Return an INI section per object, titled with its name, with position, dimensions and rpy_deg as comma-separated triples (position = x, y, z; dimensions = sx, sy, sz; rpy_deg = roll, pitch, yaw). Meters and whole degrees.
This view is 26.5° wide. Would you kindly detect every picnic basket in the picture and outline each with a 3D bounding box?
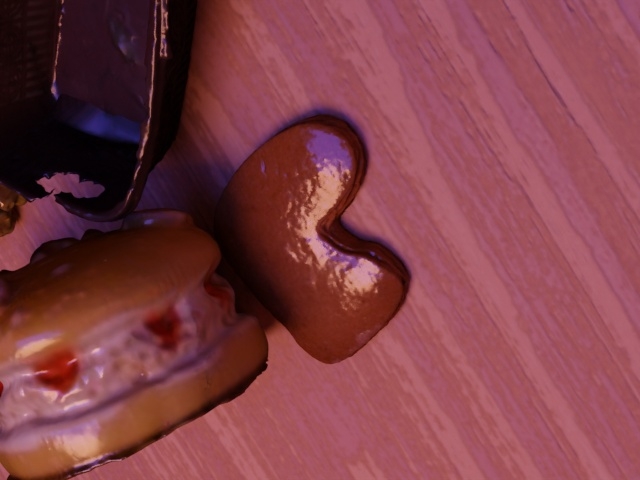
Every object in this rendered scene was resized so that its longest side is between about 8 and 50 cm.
[picnic basket]
position = -0.196, -0.181, 1.159
dimensions = 0.222, 0.129, 0.296
rpy_deg = 23, 123, 19

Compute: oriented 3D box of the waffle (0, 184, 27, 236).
[waffle]
position = -0.393, -0.108, 1.359
dimensions = 0.249, 0.056, 0.253
rpy_deg = 29, 125, 18

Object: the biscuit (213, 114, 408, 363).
[biscuit]
position = 0.000, 0.000, 1.182
dimensions = 0.192, 0.036, 0.186
rpy_deg = 49, 126, 2

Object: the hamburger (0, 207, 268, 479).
[hamburger]
position = -0.199, 0.082, 1.222
dimensions = 0.186, 0.261, 0.303
rpy_deg = 64, 170, -4
